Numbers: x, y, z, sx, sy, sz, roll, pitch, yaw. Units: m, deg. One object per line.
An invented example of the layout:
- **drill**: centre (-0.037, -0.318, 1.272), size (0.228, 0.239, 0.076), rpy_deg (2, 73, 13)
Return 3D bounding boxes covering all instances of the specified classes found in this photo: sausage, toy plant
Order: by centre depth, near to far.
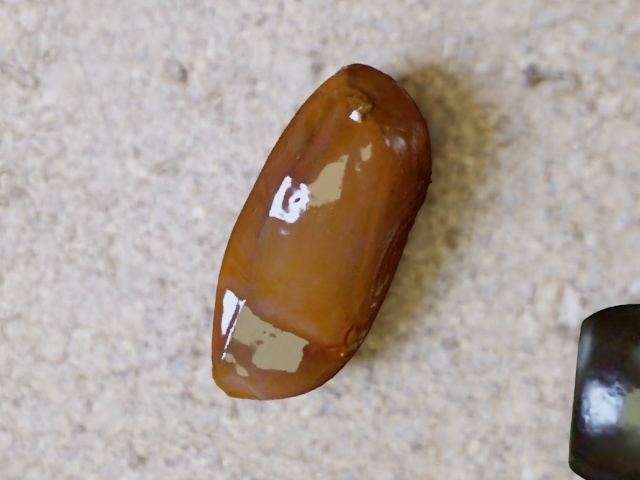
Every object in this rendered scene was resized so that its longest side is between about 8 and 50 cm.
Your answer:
- **toy plant**: centre (0.194, 0.077, 0.478), size (0.162, 0.093, 0.092), rpy_deg (4, 100, 15)
- **sausage**: centre (0.000, 0.000, 0.544), size (0.089, 0.089, 0.179), rpy_deg (30, 111, 13)
